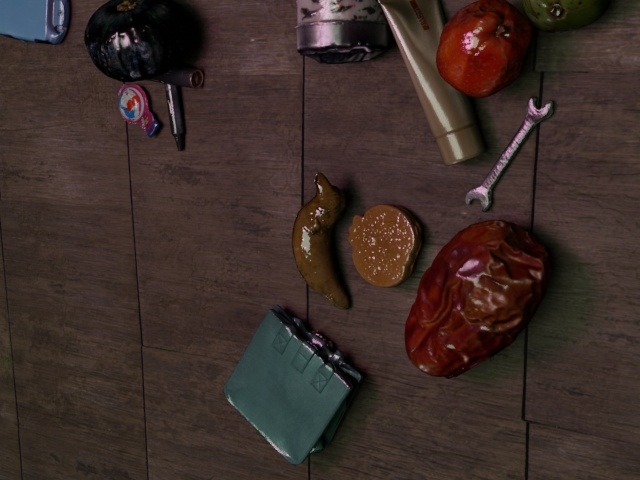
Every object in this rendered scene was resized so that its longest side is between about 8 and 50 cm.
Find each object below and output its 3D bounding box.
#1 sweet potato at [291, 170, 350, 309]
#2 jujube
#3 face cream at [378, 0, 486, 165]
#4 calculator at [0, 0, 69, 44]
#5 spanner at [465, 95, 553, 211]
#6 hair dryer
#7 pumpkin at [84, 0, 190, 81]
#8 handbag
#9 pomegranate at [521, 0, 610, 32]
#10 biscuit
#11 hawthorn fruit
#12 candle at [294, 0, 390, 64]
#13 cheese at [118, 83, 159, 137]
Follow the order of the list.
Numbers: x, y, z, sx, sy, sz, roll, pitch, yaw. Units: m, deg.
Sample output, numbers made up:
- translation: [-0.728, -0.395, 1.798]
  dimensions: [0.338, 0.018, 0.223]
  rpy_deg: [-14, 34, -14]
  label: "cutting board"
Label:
- translation: [-0.003, -0.003, 1.912]
  dimensions: [0.124, 0.098, 0.310]
  rpy_deg: [16, 117, 38]
  label: "sweet potato"
- translation: [0.275, 0.116, 1.710]
  dimensions: [0.216, 0.216, 0.342]
  rpy_deg: [44, 131, 17]
  label: "jujube"
- translation: [0.213, -0.310, 1.703]
  dimensions: [0.084, 0.137, 0.341]
  rpy_deg: [-14, 97, 63]
  label: "face cream"
- translation: [-0.735, -0.580, 2.283]
  dimensions: [0.293, 0.051, 0.173]
  rpy_deg: [16, 110, 30]
  label: "calculator"
- translation: [0.348, -0.159, 1.702]
  dimensions: [0.054, 0.015, 0.254]
  rpy_deg: [42, 119, 21]
  label: "spanner"
- translation: [-0.349, -0.307, 2.102]
  dimensions: [0.173, 0.050, 0.194]
  rpy_deg: [17, 112, 32]
  label: "hair dryer"
- translation: [-0.394, -0.444, 1.995]
  dimensions: [0.233, 0.233, 0.163]
  rpy_deg: [7, 128, 31]
  label: "pumpkin"
- translation: [-0.055, 0.319, 2.015]
  dimensions: [0.269, 0.100, 0.274]
  rpy_deg: [38, 117, 25]
  label: "handbag"
- translation: [0.406, -0.449, 1.539]
  dimensions: [0.152, 0.131, 0.191]
  rpy_deg: [-8, 88, 37]
  label: "pomegranate"
- translation: [0.130, 0.006, 1.857]
  dimensions: [0.170, 0.050, 0.170]
  rpy_deg: [2, 93, 37]
  label: "biscuit"
- translation: [0.292, -0.338, 1.605]
  dimensions: [0.179, 0.173, 0.173]
  rpy_deg: [-38, 79, 46]
  label: "hawthorn fruit"
- translation: [0.045, -0.500, 1.727]
  dimensions: [0.187, 0.187, 0.330]
  rpy_deg: [6, 101, 32]
  label: "candle"
- translation: [-0.428, -0.305, 2.152]
  dimensions: [0.145, 0.038, 0.095]
  rpy_deg: [49, 121, 15]
  label: "cheese"
